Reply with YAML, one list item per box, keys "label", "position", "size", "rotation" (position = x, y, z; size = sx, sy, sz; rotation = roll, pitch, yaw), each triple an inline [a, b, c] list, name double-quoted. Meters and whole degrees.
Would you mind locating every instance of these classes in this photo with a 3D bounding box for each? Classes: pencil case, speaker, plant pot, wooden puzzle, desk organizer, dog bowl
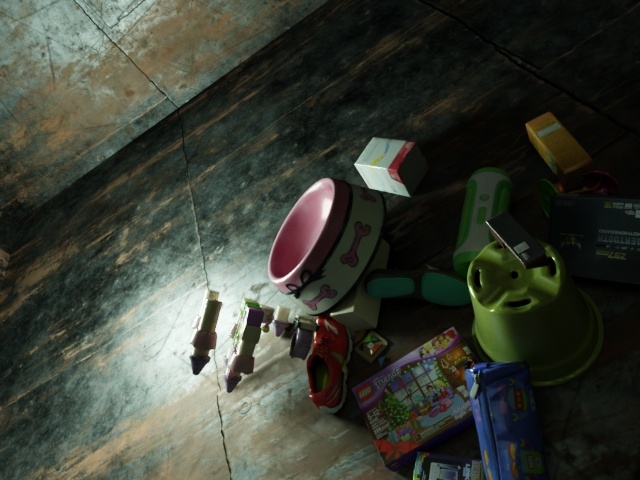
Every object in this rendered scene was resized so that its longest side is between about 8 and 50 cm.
- label: "pencil case"
  position: [0.351, 0.374, 0.907]
  size: [0.119, 0.133, 0.306]
  rotation: [-35, 49, 52]
- label: "speaker"
  position: [0.423, -0.044, 1.247]
  size: [0.131, 0.131, 0.296]
  rotation: [-2, 55, 33]
- label: "plant pot"
  position: [0.429, 0.132, 1.011]
  size: [0.276, 0.254, 0.276]
  rotation: [-18, 48, 21]
- label: "wooden puzzle"
  position: [0.132, 0.278, 1.268]
  size: [0.116, 0.014, 0.078]
  rotation: [23, 71, 43]
- label: "desk organizer"
  position: [0.379, 0.004, 0.927]
  size: [0.047, 0.050, 0.130]
  rotation: [-32, 43, 8]
- label: "dog bowl"
  position: [0.000, 0.000, 1.368]
  size: [0.408, 0.150, 0.408]
  rotation: [-48, 25, 30]

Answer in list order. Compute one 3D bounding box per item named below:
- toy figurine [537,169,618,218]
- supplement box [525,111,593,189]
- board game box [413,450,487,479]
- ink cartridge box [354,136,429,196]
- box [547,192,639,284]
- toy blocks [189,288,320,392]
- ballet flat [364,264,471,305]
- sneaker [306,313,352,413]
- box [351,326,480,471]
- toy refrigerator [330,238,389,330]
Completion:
- label: "toy figurine"
  position: [0.648, -0.101, 1.173]
  size: [0.159, 0.130, 0.173]
  rotation: [-22, 67, 5]
- label: "supplement box"
  position: [0.645, -0.246, 1.303]
  size: [0.080, 0.078, 0.233]
  rotation: [-27, 44, 14]
- label: "board game box"
  position: [0.251, 0.517, 0.952]
  size: [0.141, 0.048, 0.170]
  rotation: [-7, 48, 33]
- label: "ink cartridge box"
  position: [0.228, -0.239, 1.545]
  size: [0.176, 0.128, 0.127]
  rotation: [18, 67, 42]
- label: "box"
  position: [0.628, -0.007, 1.054]
  size: [0.233, 0.183, 0.059]
  rotation: [9, 17, 39]
- label: "toy blocks"
  position: [-0.204, 0.302, 1.317]
  size: [0.288, 0.309, 0.259]
  rotation: [179, 105, -77]
- label: "ballet flat"
  position: [0.256, 0.105, 1.250]
  size: [0.281, 0.095, 0.096]
  rotation: [5, 24, 11]
- label: "sneaker"
  position: [0.016, 0.301, 1.252]
  size: [0.107, 0.118, 0.279]
  rotation: [-19, 47, 20]
- label: "box"
  position: [0.237, 0.357, 1.099]
  size: [0.293, 0.057, 0.201]
  rotation: [-34, 43, 6]
- label: "toy refrigerator"
  position: [0.111, 0.108, 1.348]
  size: [0.094, 0.102, 0.269]
  rotation: [-18, 46, 41]
